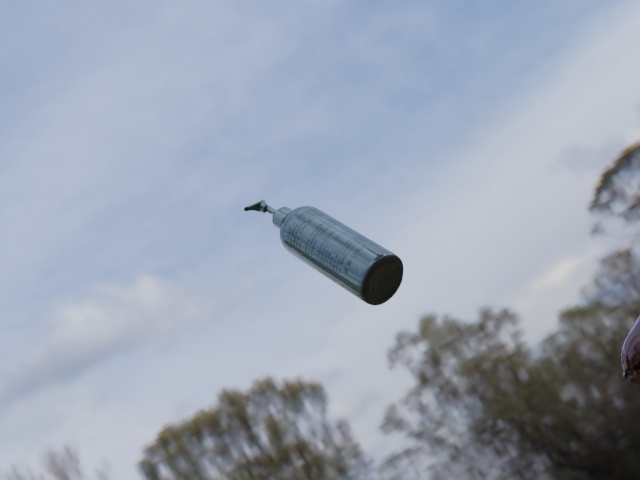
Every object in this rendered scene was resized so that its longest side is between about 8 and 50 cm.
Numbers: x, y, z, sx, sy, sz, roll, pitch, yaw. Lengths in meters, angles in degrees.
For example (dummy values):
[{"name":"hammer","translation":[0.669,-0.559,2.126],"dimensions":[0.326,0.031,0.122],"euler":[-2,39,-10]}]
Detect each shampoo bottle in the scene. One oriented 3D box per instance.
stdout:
[{"name":"shampoo bottle","translation":[0.000,0.000,1.348],"dimensions":[0.056,0.195,0.056],"euler":[-22,-53,-32]}]

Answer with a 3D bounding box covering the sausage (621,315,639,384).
[{"name":"sausage","translation":[0.487,0.005,1.578],"dimensions":[0.433,0.088,0.088],"euler":[-49,-10,-20]}]
